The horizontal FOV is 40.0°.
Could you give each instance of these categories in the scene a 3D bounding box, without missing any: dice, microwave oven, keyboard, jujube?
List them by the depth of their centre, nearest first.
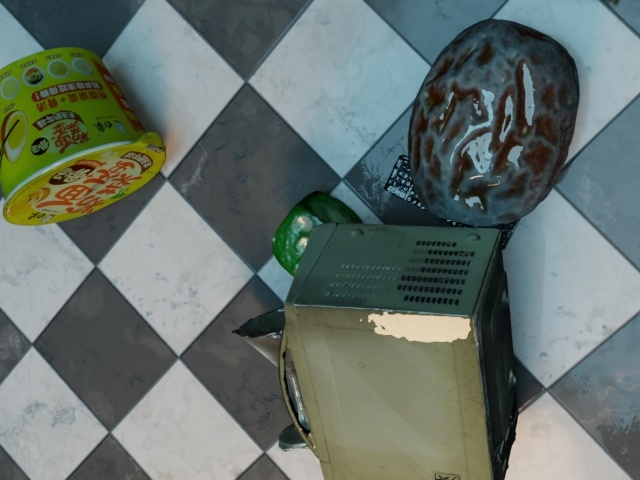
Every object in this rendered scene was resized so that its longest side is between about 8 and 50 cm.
[{"bbox_3d":[0.259,-0.178,1.329,0.246,0.215,0.308,8,99,23],"label":"jujube"},{"bbox_3d":[0.134,0.186,1.374,0.333,0.247,0.394,2,124,20],"label":"microwave oven"},{"bbox_3d":[0.218,-0.065,1.472,0.231,0.023,0.072,28,107,14],"label":"keyboard"},{"bbox_3d":[0.000,0.000,1.511,0.128,0.131,0.120,40,114,8],"label":"dice"}]

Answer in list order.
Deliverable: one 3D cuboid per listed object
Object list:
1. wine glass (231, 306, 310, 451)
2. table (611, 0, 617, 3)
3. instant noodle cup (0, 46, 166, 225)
[{"bbox_3d":[-0.050,0.247,1.576,0.156,0.156,0.232,-10,102,22],"label":"wine glass"},{"bbox_3d":[0.408,-0.402,1.311,0.083,0.062,0.079,16,105,18],"label":"table"},{"bbox_3d":[-0.457,-0.192,1.577,0.311,0.311,0.221,-29,80,23],"label":"instant noodle cup"}]
